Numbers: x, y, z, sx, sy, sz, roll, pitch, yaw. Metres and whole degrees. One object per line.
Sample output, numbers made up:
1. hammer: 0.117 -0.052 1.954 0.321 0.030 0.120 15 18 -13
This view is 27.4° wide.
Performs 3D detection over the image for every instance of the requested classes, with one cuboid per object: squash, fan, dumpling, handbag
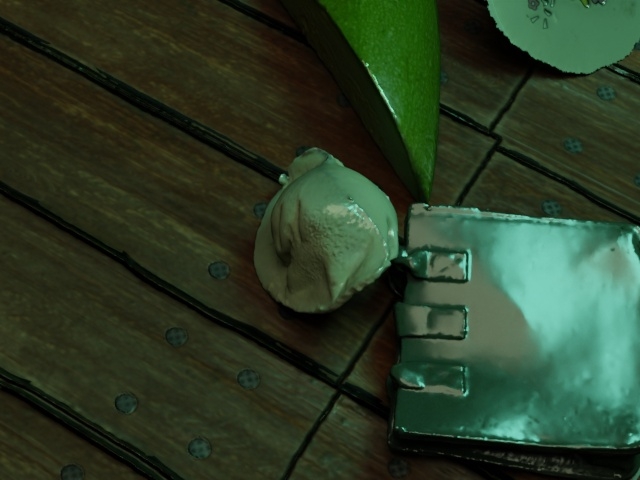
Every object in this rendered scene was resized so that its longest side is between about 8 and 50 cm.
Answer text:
1. squash: 0.032 -0.192 1.389 0.203 0.111 0.289 6 61 2
2. fan: 0.353 -0.334 1.467 0.414 0.012 0.233 -25 105 -18
3. dumpling: -0.002 0.000 1.277 0.111 0.155 0.181 40 21 -14
4. handbag: 0.189 0.094 1.248 0.260 0.079 0.248 6 59 1
